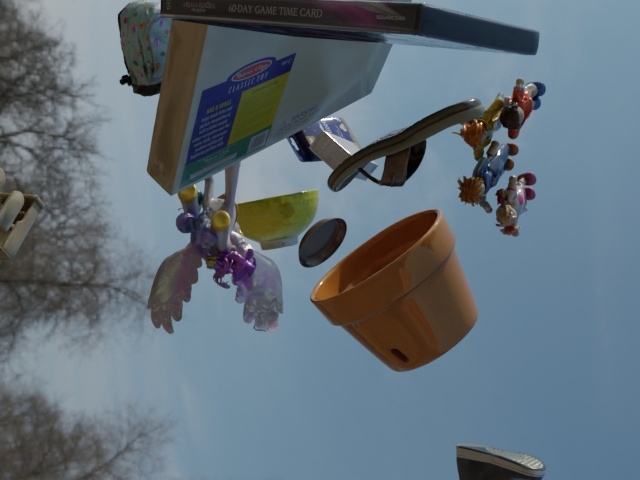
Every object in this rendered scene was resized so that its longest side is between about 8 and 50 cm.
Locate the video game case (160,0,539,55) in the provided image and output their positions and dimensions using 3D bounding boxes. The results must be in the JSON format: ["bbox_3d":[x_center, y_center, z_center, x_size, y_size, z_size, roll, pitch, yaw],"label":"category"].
[{"bbox_3d":[0.023,-0.190,0.659,0.274,0.196,0.026,17,-73,37],"label":"video game case"}]

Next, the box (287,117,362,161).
[{"bbox_3d":[0.007,-0.288,2.140,0.036,0.225,0.136,-51,-120,43],"label":"box"}]

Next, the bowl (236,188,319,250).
[{"bbox_3d":[-0.135,-0.057,2.264,0.289,0.290,0.155,-4,-83,60],"label":"bowl"}]

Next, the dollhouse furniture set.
[{"bbox_3d":[-0.744,-0.095,1.654,0.242,0.212,0.160,72,29,-51],"label":"dollhouse furniture set"}]

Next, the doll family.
[{"bbox_3d":[0.275,-0.133,1.206,0.119,0.163,0.262,11,-59,29],"label":"doll family"}]

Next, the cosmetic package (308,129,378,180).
[{"bbox_3d":[0.060,-0.205,1.850,0.099,0.239,0.060,45,-76,15],"label":"cosmetic package"}]

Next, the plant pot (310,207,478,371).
[{"bbox_3d":[0.156,0.104,1.390,0.203,0.291,0.291,54,-31,-8],"label":"plant pot"}]

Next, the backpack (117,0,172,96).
[{"bbox_3d":[-0.342,-0.405,1.550,0.115,0.152,0.181,17,-46,23],"label":"backpack"}]

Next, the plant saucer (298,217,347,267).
[{"bbox_3d":[0.000,0.000,2.034,0.029,0.169,0.168,43,-52,28],"label":"plant saucer"}]

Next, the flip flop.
[{"bbox_3d":[0.123,-0.124,1.104,0.277,0.112,0.080,-23,-81,33],"label":"flip flop"}]

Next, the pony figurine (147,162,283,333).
[{"bbox_3d":[-0.223,0.008,1.640,0.363,0.303,0.350,91,3,-59],"label":"pony figurine"}]

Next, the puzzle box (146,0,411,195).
[{"bbox_3d":[-0.030,-0.238,0.943,0.052,0.409,0.272,43,-41,16],"label":"puzzle box"}]

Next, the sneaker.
[{"bbox_3d":[0.338,0.480,1.419,0.226,0.086,0.163,-16,-112,64],"label":"sneaker"}]
